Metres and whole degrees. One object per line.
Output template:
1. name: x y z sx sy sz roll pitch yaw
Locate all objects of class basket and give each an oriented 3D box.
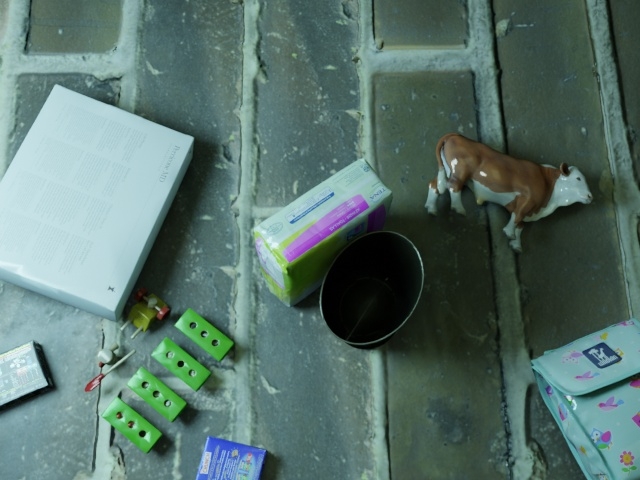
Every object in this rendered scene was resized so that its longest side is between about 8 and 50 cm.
1. basket: 0.085 0.108 1.360 0.154 0.227 0.204 30 75 9

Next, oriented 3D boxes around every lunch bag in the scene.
1. lunch bag: 0.520 0.277 1.343 0.224 0.160 0.262 -23 62 -4

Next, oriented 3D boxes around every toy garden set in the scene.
1. toy garden set: -0.310 0.226 1.419 0.204 0.049 0.244 37 76 9

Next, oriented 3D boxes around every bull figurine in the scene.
1. bull figurine: 0.356 -0.096 1.492 0.311 0.101 0.188 22 75 7

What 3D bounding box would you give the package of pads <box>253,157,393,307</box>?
1. package of pads: 0.000 0.000 1.359 0.229 0.296 0.101 -35 76 -10

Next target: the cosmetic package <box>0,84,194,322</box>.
1. cosmetic package: -0.438 -0.073 1.451 0.285 0.097 0.377 21 67 -1

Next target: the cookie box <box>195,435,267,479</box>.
1. cookie box: -0.157 0.400 1.363 0.107 0.040 0.091 13 73 4

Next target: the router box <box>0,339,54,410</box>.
1. router box: -0.562 0.249 1.415 0.123 0.038 0.092 -23 74 -7
